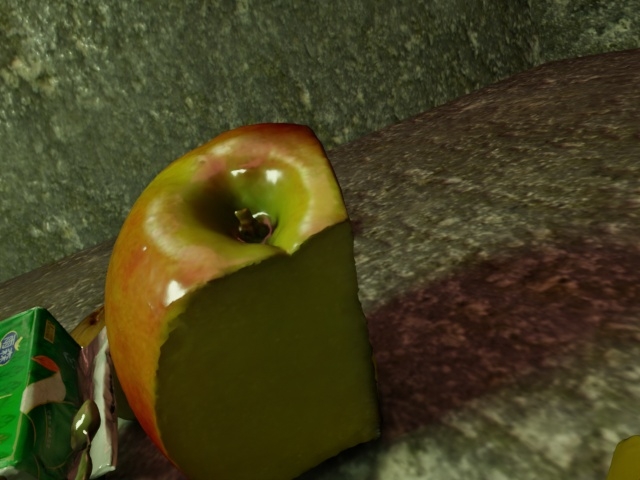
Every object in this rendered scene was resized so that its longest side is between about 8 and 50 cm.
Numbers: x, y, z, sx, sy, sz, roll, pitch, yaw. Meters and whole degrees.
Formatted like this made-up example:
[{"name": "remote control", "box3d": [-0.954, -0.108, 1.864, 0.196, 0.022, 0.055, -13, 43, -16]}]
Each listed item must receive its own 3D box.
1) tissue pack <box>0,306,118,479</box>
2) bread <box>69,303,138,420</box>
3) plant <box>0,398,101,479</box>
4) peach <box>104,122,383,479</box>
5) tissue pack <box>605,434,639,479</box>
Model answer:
[{"name": "tissue pack", "box3d": [-0.279, 0.189, 0.663, 0.156, 0.148, 0.209, -21, 39, 0]}, {"name": "bread", "box3d": [-0.228, 0.132, 0.910, 0.270, 0.148, 0.270, -19, 16, 6]}, {"name": "plant", "box3d": [-0.205, 0.280, 0.380, 0.251, 0.180, 0.333, -33, 21, -6]}, {"name": "peach", "box3d": [-0.075, 0.076, 0.645, 0.243, 0.380, 0.306, -20, 42, -5]}, {"name": "tissue pack", "box3d": [0.200, 0.187, 0.333, 0.120, 0.082, 0.169, -7, 21, 43]}]
